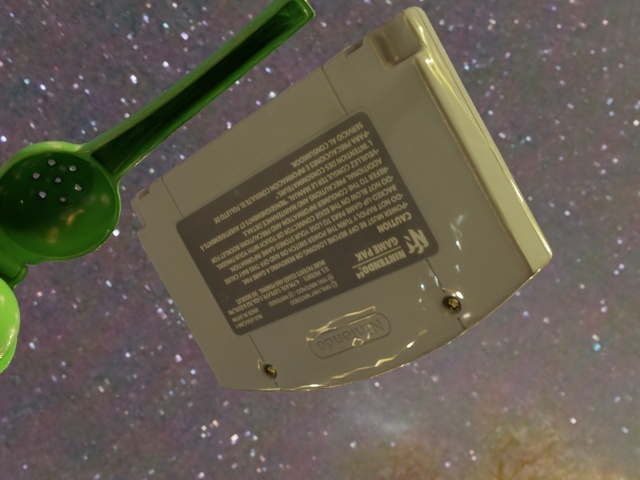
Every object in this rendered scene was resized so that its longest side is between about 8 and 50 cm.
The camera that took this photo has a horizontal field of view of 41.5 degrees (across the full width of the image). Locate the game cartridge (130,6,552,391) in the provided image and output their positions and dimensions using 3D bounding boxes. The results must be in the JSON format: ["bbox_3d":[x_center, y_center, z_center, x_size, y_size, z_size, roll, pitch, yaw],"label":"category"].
[{"bbox_3d":[0.000,0.000,0.583,0.297,0.198,0.062,-26,8,41],"label":"game cartridge"}]

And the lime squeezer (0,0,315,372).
[{"bbox_3d":[-0.121,0.018,0.352,0.310,0.110,0.059,-54,-42,-18],"label":"lime squeezer"}]
